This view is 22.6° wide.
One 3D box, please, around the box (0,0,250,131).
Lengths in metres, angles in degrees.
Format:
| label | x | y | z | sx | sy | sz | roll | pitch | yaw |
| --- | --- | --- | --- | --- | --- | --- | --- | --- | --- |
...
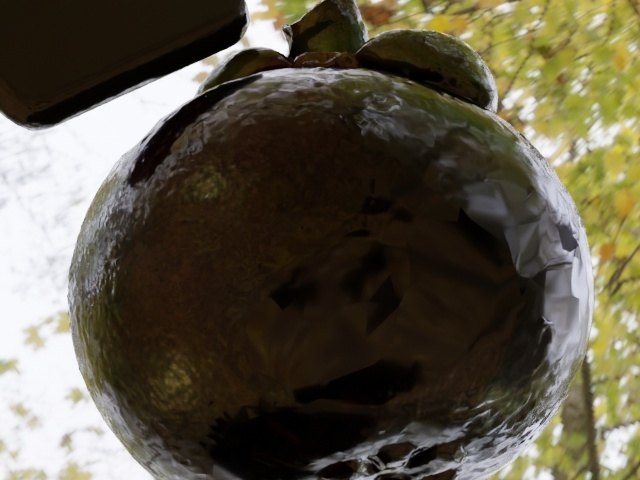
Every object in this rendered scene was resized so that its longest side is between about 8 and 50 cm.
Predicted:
| label | x | y | z | sx | sy | sz | roll | pitch | yaw |
| --- | --- | --- | --- | --- | --- | --- | --- | --- | --- |
| box | -0.111 | -0.111 | 0.686 | 0.126 | 0.125 | 0.027 | 51 | -30 | 19 |

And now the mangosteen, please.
| label | x | y | z | sx | sy | sz | roll | pitch | yaw |
| --- | --- | --- | --- | --- | --- | --- | --- | --- | --- |
| mangosteen | -0.004 | 0.011 | 0.668 | 0.216 | 0.216 | 0.216 | 5 | -75 | 18 |
